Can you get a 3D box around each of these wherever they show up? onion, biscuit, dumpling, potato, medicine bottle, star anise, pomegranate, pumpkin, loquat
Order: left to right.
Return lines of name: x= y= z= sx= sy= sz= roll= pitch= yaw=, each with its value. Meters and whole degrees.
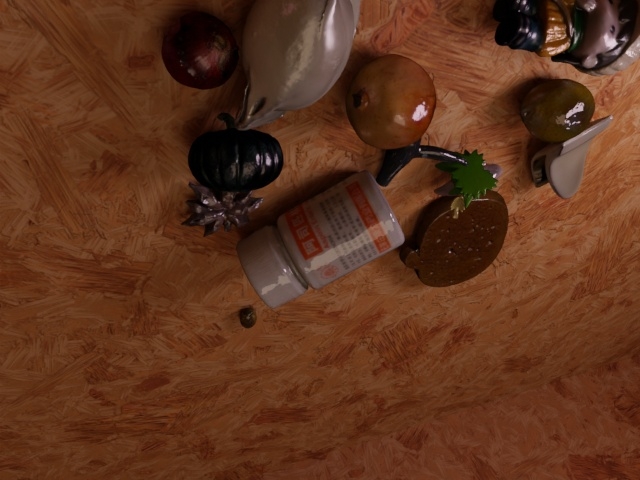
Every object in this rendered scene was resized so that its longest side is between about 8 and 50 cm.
onion: x=-0.204 y=-0.324 z=0.950 sx=0.131 sy=0.131 sz=0.131 roll=-14 pitch=141 yaw=-12
star anise: x=-0.220 y=-0.075 z=1.273 sx=0.182 sy=0.065 sz=0.195 roll=-3 pitch=133 yaw=-26
pumpkin: x=-0.167 y=-0.162 z=1.108 sx=0.194 sy=0.194 sz=0.150 roll=13 pitch=109 yaw=-38
potato: x=-0.215 y=0.233 z=1.652 sx=0.051 sy=0.040 sz=0.083 roll=-8 pitch=138 yaw=-12
dumpling: x=-0.024 y=-0.353 z=0.987 sx=0.260 sy=0.181 sz=0.341 roll=-31 pitch=134 yaw=-61
medicine bottle: x=0.000 y=0.000 z=1.360 sx=0.371 sy=0.211 sz=0.211 roll=-28 pitch=142 yaw=5
pomegranate: x=0.140 y=-0.281 z=1.133 sx=0.191 sy=0.191 sz=0.191 roll=-14 pitch=141 yaw=-12
biscuit: x=0.401 y=0.001 z=1.681 sx=0.350 sy=0.070 sz=0.394 roll=-12 pitch=140 yaw=-12
loquat: x=0.567 y=-0.314 z=1.340 sx=0.195 sy=0.152 sz=0.152 roll=-10 pitch=140 yaw=-27

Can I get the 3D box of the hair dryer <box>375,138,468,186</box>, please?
hair dryer: x=0.258 y=-0.193 z=1.351 sx=0.219 sy=0.075 sz=0.196 roll=8 pitch=143 yaw=-14

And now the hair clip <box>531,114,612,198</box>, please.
hair clip: x=0.667 y=-0.226 z=1.519 sx=0.172 sy=0.113 sz=0.282 roll=-30 pitch=143 yaw=-10

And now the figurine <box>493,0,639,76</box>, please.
figurine: x=0.523 y=-0.447 z=1.166 sx=0.332 sy=0.185 sz=0.204 roll=-1 pitch=173 yaw=0

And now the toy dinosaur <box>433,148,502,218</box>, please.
toy dinosaur: x=0.388 y=-0.171 z=1.459 sx=0.194 sy=0.152 sz=0.177 roll=-36 pitch=170 yaw=4
